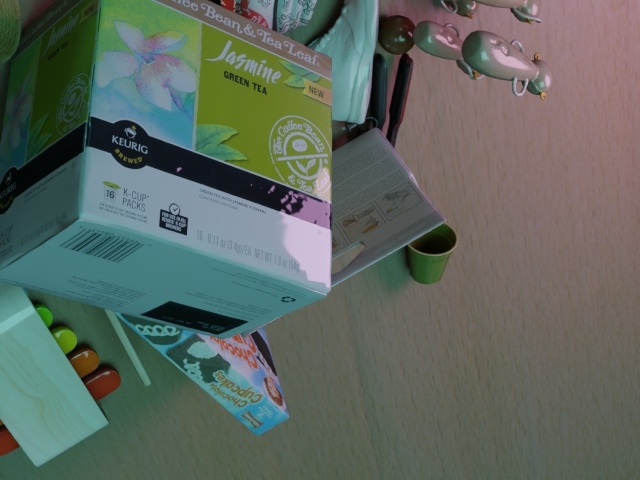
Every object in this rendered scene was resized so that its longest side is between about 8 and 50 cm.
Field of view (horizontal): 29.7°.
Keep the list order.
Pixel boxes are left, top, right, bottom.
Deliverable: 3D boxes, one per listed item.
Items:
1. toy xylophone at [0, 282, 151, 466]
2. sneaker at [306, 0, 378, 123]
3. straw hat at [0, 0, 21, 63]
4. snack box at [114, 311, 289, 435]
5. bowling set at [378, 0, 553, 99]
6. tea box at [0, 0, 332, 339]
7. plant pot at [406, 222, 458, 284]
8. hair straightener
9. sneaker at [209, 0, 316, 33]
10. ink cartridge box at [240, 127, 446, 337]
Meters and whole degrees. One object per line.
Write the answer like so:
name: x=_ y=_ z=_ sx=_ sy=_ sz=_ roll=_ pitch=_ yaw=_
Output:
toy xylophone: x=-0.367 y=0.167 z=1.621 sx=0.236 sy=0.081 sz=0.323 roll=-24 pitch=126 yaw=-15
sneaker: x=0.028 y=-0.263 z=1.605 sx=0.094 sy=0.080 sz=0.212 roll=9 pitch=105 yaw=5
straw hat: x=-0.403 y=-0.264 z=1.358 sx=0.061 sy=0.144 sz=0.144 roll=-8 pitch=131 yaw=21
snack box: x=-0.167 y=0.108 z=1.628 sx=0.060 sy=0.187 sz=0.322 roll=-32 pitch=130 yaw=11
bowling set: x=0.191 y=-0.309 z=1.631 sx=0.154 sy=0.200 sz=0.287 roll=16 pitch=66 yaw=-40
tea box: x=-0.176 y=-0.093 z=1.395 sx=0.329 sy=0.324 sz=0.220 roll=18 pitch=150 yaw=-36
plant pot: x=0.166 y=0.023 z=1.847 sx=0.083 sy=0.083 sz=0.079 roll=-18 pitch=137 yaw=-20
hair straightener: x=0.068 y=-0.157 z=1.710 sx=0.089 sy=0.047 sz=0.230 roll=-1 pitch=123 yaw=-19
sneaker: x=-0.069 y=-0.373 z=1.471 sx=0.145 sy=0.090 sz=0.270 roll=-15 pitch=127 yaw=-23
ink cartridge box: x=0.000 y=0.000 z=1.591 sx=0.296 sy=0.261 sz=0.066 roll=-29 pitch=128 yaw=-1
